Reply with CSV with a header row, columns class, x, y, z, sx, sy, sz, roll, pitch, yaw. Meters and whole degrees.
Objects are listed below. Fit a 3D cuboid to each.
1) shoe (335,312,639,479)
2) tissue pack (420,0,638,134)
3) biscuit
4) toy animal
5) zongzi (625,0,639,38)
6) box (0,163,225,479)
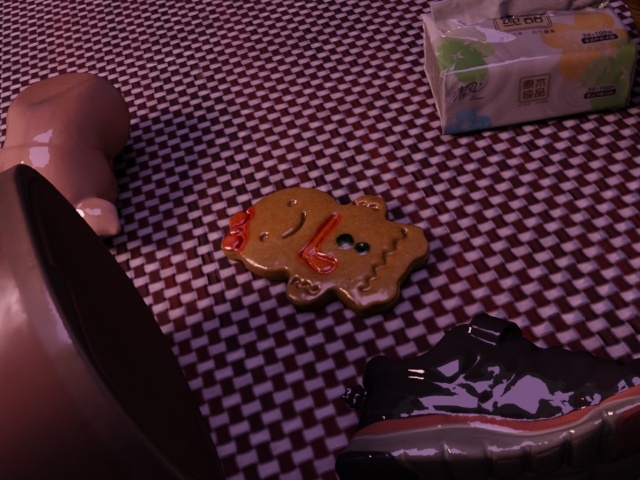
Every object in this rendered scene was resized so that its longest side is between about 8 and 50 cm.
class,x,y,z,sx,sy,sz,roll,pitch,yaw
shoe,0.154,0.127,0.527,0.291,0.114,0.137,-10,41,7
tissue pack,0.249,-0.244,0.816,0.230,0.145,0.159,-8,48,5
biscuit,0.000,0.000,0.720,0.226,0.036,0.166,23,58,29
toy animal,-0.308,-0.104,0.799,0.167,0.154,0.250,-2,50,-2
zongzi,0.407,-0.293,0.763,0.288,0.134,0.285,28,39,-20
box,-0.234,0.124,0.503,0.216,0.301,0.301,-33,50,-8
